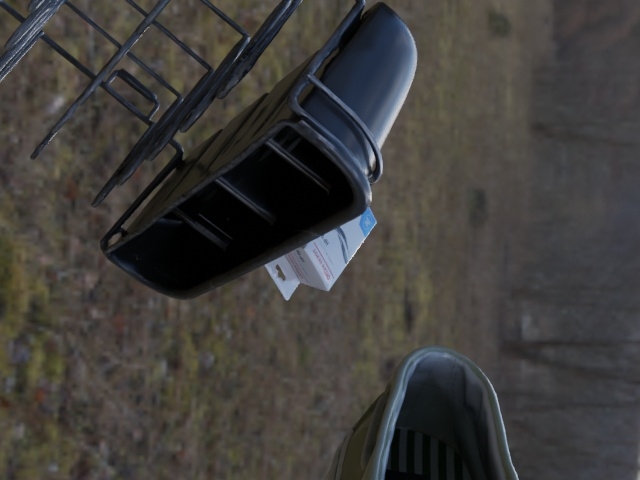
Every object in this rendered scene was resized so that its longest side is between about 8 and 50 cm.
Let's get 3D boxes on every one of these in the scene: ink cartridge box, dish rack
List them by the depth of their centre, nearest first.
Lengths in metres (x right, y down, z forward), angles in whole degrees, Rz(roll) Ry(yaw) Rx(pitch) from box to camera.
[{"bbox_3d":[-0.106,-0.100,0.458,0.074,0.271,0.208,-56,-166,-26],"label":"dish rack"},{"bbox_3d":[0.000,0.000,0.878,0.083,0.028,0.048,-54,138,-24],"label":"ink cartridge box"}]

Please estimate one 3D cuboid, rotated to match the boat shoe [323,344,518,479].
[{"bbox_3d":[0.039,0.152,0.510,0.302,0.109,0.094,-96,-162,-61],"label":"boat shoe"}]
